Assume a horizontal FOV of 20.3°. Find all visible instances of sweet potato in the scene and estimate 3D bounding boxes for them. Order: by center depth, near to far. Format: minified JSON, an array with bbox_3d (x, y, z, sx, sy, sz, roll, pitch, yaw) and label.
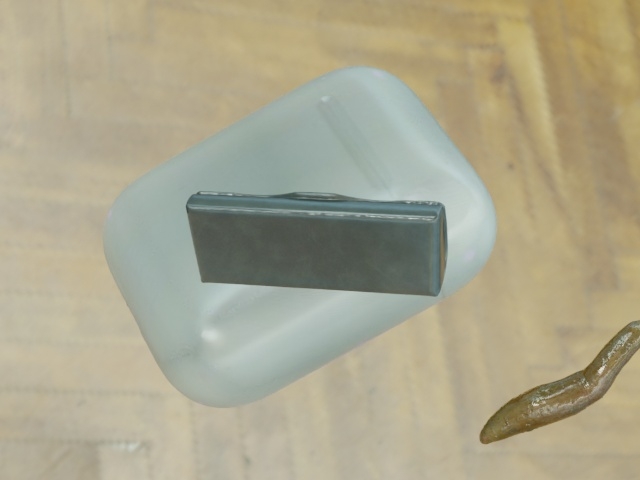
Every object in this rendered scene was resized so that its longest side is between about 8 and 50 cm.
[{"bbox_3d":[0.209,0.124,1.492,0.179,0.044,0.044,-33,80,9],"label":"sweet potato"}]

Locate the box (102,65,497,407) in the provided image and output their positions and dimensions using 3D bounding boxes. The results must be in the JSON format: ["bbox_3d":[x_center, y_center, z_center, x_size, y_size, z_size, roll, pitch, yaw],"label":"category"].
[{"bbox_3d":[-0.025,-0.008,1.709,0.349,0.141,0.289,-29,46,-4],"label":"box"}]

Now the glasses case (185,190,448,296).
[{"bbox_3d":[-0.002,0.000,1.314,0.190,0.072,0.042,3,38,16],"label":"glasses case"}]
